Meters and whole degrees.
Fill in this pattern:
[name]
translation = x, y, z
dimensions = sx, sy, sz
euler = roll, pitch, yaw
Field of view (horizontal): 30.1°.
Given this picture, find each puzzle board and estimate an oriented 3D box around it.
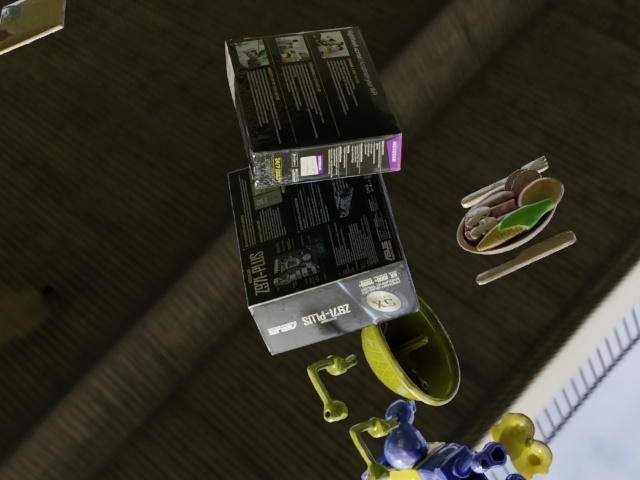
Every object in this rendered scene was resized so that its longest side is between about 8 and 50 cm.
[puzzle board]
translation = -0.375, -0.289, 1.548
dimensions = 0.096, 0.011, 0.128
euler = -22, -143, 8

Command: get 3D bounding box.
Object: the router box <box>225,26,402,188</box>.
[router box]
translation = -0.010, -0.126, 1.092
dimensions = 0.133, 0.046, 0.179
euler = -8, -137, -7

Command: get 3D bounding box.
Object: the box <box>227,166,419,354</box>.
[box]
translation = 0.000, 0.000, 1.129
dimensions = 0.147, 0.077, 0.180
euler = -17, -134, 4

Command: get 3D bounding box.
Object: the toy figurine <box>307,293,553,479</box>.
[toy figurine]
translation = 0.087, 0.245, 1.198
dimensions = 0.191, 0.362, 0.217
euler = -37, -178, -34

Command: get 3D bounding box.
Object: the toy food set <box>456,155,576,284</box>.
[toy food set]
translation = 0.208, -0.036, 1.324
dimensions = 0.132, 0.038, 0.192
euler = -27, -153, 14
